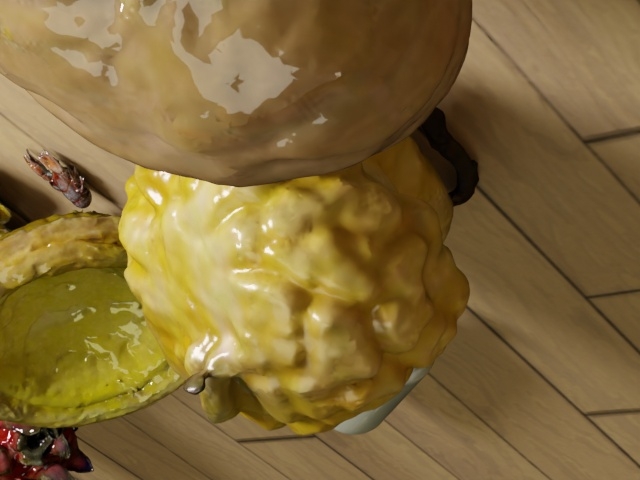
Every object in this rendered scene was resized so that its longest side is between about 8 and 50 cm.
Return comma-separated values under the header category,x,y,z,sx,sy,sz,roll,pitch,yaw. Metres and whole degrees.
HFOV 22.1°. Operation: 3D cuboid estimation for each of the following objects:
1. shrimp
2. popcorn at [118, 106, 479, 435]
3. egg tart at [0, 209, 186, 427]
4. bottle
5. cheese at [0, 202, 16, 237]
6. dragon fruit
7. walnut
category,x,y,z,sx,sy,sz,roll,pitch,yaw
shrimp,-0.277,-0.069,1.757,0.092,0.029,0.038,37,146,-25
popcorn,0.000,0.000,1.477,0.349,0.382,0.349,33,136,40
egg tart,-0.277,0.070,1.820,0.345,0.132,0.345,-13,142,-10
bottle,0.066,0.137,1.862,0.104,0.104,0.245,20,151,-6
cheese,-0.415,-0.038,1.843,0.177,0.069,0.270,8,160,25
dragon fruit,-0.417,0.253,2.221,0.192,0.193,0.274,13,170,-37
walnut,-0.069,-0.214,1.077,0.381,0.381,0.381,13,151,7
